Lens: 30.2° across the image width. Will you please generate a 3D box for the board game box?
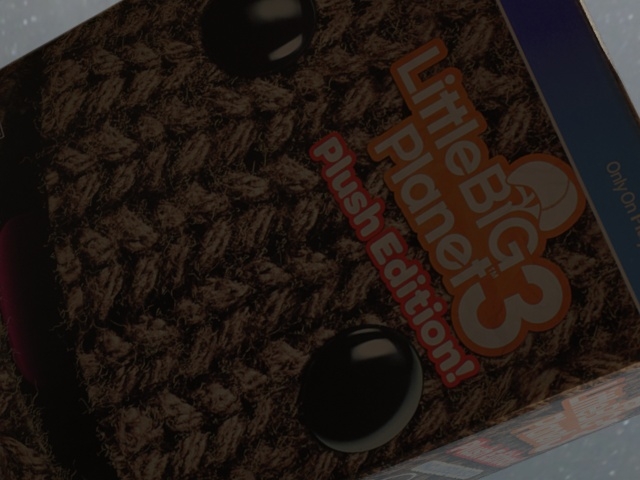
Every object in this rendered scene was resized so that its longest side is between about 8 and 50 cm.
[{"bbox_3d":[0.000,0.000,0.523,0.291,0.141,0.232,-26,-109,15],"label":"board game box"}]
